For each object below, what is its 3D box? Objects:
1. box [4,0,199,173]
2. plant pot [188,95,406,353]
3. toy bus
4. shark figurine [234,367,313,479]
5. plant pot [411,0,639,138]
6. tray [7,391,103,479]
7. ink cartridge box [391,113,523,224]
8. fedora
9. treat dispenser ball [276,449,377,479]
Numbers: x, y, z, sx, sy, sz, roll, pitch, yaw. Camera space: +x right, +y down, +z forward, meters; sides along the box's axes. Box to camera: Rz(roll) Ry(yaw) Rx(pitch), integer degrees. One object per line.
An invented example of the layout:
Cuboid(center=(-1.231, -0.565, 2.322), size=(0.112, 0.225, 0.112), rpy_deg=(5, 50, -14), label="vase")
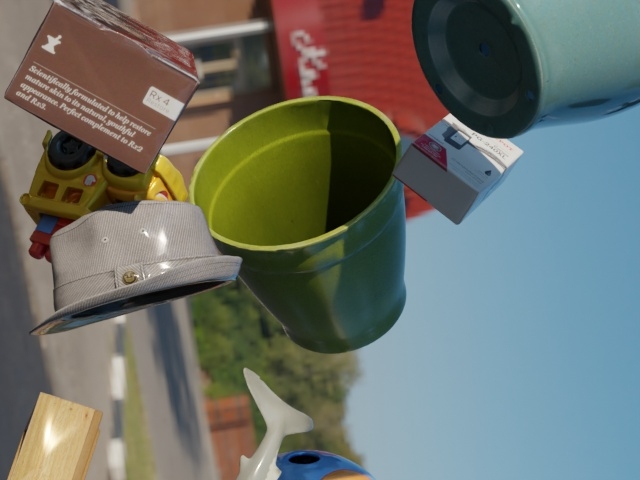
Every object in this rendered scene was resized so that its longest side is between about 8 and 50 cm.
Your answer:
Cuboid(center=(-0.267, -0.210, 1.801), size=(0.143, 0.191, 0.381), rpy_deg=(-60, -170, 6), label="box")
Cuboid(center=(0.000, 0.000, 2.481), size=(0.366, 0.366, 0.353), rpy_deg=(-102, 174, -46), label="plant pot")
Cuboid(center=(-0.340, -0.047, 2.153), size=(0.149, 0.220, 0.211), rpy_deg=(68, 39, -55), label="toy bus")
Cuboid(center=(-0.104, 0.284, 1.484), size=(0.166, 0.116, 0.278), rpy_deg=(-29, 136, -77), label="shark figurine")
Cuboid(center=(0.241, -0.231, 1.441), size=(0.272, 0.255, 0.271), rpy_deg=(38, -35, 33), label="plant pot")
Cuboid(center=(-0.324, 0.373, 1.443), size=(0.203, 0.076, 0.411), rpy_deg=(134, -28, -68), label="tray")
Cuboid(center=(0.178, -0.100, 1.833), size=(0.150, 0.109, 0.063), rpy_deg=(-40, 164, -51), label="ink cartridge box")
Cuboid(center=(-0.241, 0.023, 1.774), size=(0.244, 0.275, 0.124), rpy_deg=(11, 63, -77), label="fedora")
Cuboid(center=(-0.020, 0.456, 2.120), size=(0.288, 0.288, 0.288), rpy_deg=(171, -90, -87), label="treat dispenser ball")
